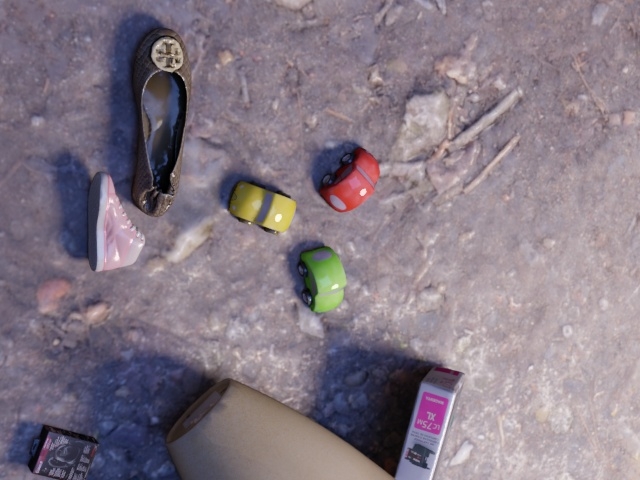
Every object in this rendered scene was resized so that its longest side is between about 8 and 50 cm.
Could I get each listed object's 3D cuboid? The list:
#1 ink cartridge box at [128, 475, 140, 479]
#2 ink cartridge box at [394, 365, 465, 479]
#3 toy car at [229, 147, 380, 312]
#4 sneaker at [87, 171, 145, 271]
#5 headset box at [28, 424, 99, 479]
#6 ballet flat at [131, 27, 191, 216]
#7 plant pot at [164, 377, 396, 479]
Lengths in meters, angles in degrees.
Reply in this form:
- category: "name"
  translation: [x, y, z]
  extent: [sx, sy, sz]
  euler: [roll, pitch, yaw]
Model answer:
- category: "ink cartridge box"
  translation: [-0.283, 0.408, 1.586]
  extent: [0.143, 0.090, 0.092]
  euler: [-29, 111, -17]
- category: "ink cartridge box"
  translation: [0.145, 0.352, 1.737]
  extent: [0.065, 0.186, 0.311]
  euler: [13, 94, 11]
- category: "toy car"
  translation: [0.000, 0.000, 1.661]
  extent: [0.239, 0.053, 0.224]
  euler: [-17, 107, -22]
- category: "sneaker"
  translation: [-0.268, -0.026, 1.529]
  extent: [0.070, 0.051, 0.134]
  euler: [-4, 105, -27]
- category: "headset box"
  translation: [-0.350, 0.288, 1.561]
  extent: [0.083, 0.032, 0.062]
  euler: [20, 90, -27]
- category: "ballet flat"
  translation: [-0.209, -0.153, 1.526]
  extent: [0.084, 0.058, 0.249]
  euler: [3, 99, -27]
- category: "plant pot"
  translation: [-0.076, 0.330, 1.608]
  extent: [0.256, 0.256, 0.274]
  euler: [-45, 99, -11]
